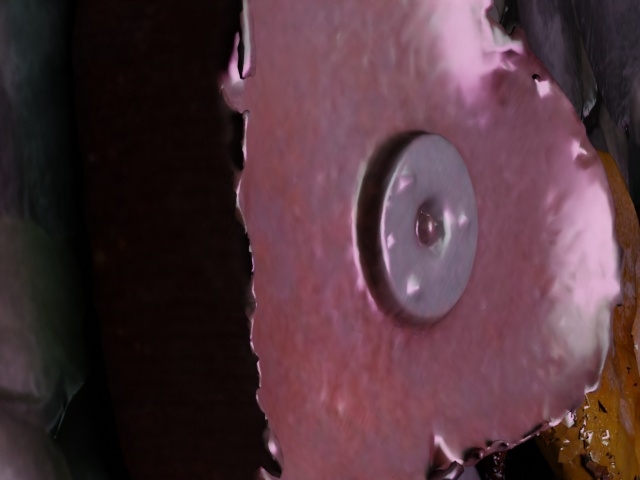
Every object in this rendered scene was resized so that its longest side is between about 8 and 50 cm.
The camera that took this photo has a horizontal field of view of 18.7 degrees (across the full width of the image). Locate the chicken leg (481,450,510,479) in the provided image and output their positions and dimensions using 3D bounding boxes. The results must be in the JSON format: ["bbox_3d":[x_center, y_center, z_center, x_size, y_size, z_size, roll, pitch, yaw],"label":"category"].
[{"bbox_3d":[0.106,0.117,1.167,0.036,0.021,0.083,33,56,-78],"label":"chicken leg"}]

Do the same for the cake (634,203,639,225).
[{"bbox_3d":[0.344,0.041,1.494,0.293,0.196,0.198,7,78,-59],"label":"cake"}]

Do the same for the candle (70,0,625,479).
[{"bbox_3d":[0.000,0.000,0.855,0.317,0.131,0.287,49,50,-38],"label":"candle"}]

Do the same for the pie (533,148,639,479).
[{"bbox_3d":[0.168,0.057,1.244,0.273,0.069,0.273,-10,90,-66],"label":"pie"}]
